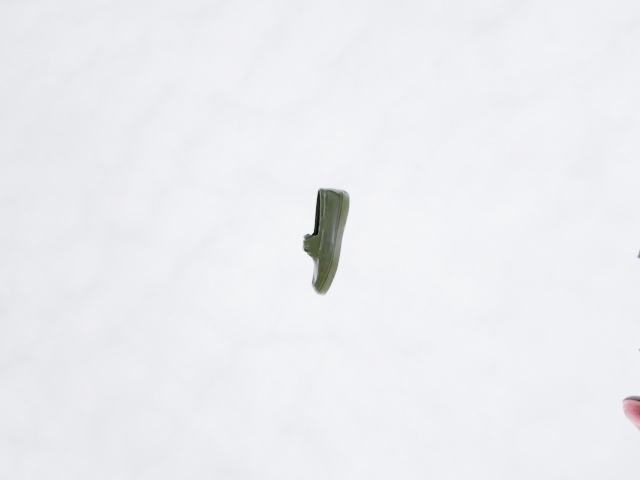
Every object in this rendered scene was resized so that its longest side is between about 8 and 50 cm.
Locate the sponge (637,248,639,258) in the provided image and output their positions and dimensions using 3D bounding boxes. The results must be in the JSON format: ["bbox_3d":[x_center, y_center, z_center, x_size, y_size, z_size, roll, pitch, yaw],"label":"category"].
[{"bbox_3d":[0.435,-0.005,0.470,0.210,0.031,0.117,18,-90,-21],"label":"sponge"}]

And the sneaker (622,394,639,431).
[{"bbox_3d":[0.652,0.418,0.771,0.136,0.116,0.314,-30,-132,-7],"label":"sneaker"}]

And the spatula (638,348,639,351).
[{"bbox_3d":[0.198,0.095,0.176,0.084,0.296,0.030,9,-115,48],"label":"spatula"}]

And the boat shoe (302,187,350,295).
[{"bbox_3d":[0.000,0.000,0.925,0.081,0.079,0.228,11,-90,-13],"label":"boat shoe"}]
